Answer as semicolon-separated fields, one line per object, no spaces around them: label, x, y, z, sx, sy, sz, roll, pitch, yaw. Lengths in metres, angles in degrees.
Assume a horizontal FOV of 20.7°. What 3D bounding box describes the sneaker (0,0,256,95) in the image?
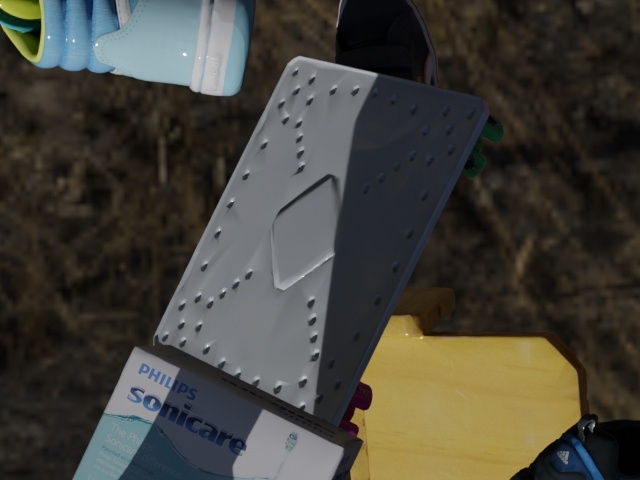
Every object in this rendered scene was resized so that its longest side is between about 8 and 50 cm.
sneaker;-0.160;-0.246;1.346;0.208;0.319;0.127;3;134;-10

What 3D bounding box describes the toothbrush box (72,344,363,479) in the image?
toothbrush box;-0.123;0.270;1.605;0.216;0.295;0.126;24;-178;10

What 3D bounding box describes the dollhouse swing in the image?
dollhouse swing;0.198;0.239;2.164;0.305;0.347;0.315;-4;-174;15

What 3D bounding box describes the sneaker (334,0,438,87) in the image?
sneaker;0.081;-0.174;2.178;0.126;0.321;0.127;-12;-179;25

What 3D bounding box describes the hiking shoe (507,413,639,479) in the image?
hiking shoe;0.315;0.247;1.763;0.132;0.113;0.304;-51;148;18

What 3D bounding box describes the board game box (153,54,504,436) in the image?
board game box;0.000;0.000;1.933;0.050;0.390;0.390;29;176;-34
